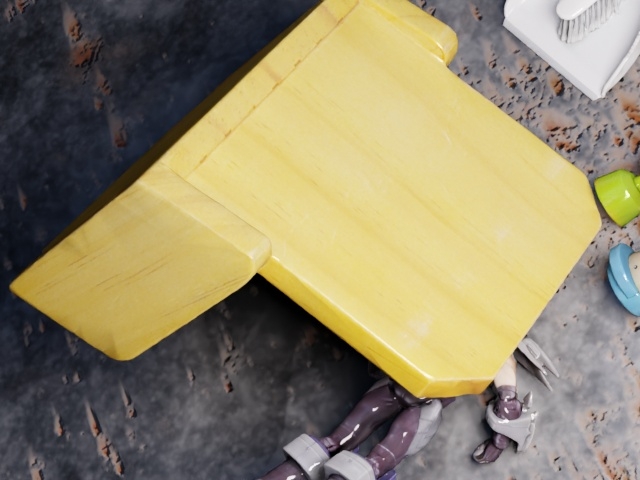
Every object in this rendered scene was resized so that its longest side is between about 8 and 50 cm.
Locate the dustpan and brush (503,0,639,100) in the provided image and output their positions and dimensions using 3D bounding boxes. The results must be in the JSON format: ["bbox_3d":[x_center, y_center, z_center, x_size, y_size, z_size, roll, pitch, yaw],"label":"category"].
[{"bbox_3d":[0.270,-0.246,1.758,0.211,0.060,0.147,-44,54,0],"label":"dustpan and brush"}]

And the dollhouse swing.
[{"bbox_3d":[0.000,0.000,1.672,0.315,0.305,0.347,-34,11,47],"label":"dollhouse swing"}]

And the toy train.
[{"bbox_3d":[0.290,-0.065,1.639,0.143,0.105,0.248,-29,55,26],"label":"toy train"}]

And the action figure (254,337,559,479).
[{"bbox_3d":[0.075,0.135,1.638,0.285,0.099,0.185,-42,46,-17],"label":"action figure"}]
